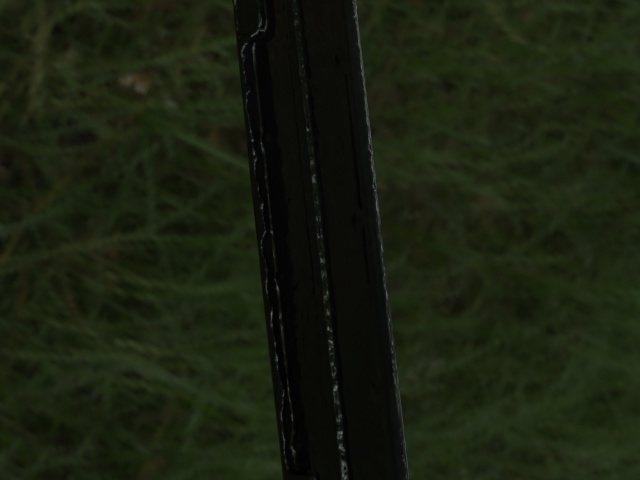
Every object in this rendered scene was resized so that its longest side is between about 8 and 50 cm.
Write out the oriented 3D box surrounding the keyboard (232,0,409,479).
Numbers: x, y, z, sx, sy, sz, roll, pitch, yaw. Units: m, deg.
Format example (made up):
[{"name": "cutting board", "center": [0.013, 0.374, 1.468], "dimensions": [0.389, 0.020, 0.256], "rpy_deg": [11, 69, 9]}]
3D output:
[{"name": "keyboard", "center": [0.000, 0.000, 0.490], "dimensions": [0.010, 0.063, 0.198], "rpy_deg": [-1, 80, -29]}]
